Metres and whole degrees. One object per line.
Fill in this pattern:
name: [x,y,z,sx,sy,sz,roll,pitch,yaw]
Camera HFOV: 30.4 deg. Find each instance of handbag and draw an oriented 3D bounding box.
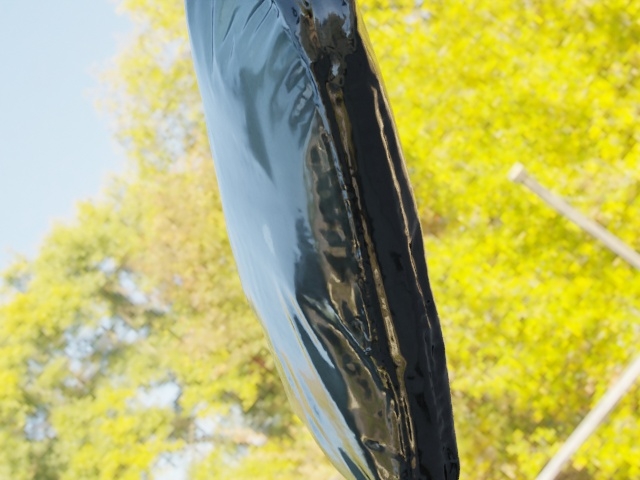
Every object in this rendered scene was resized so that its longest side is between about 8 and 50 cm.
handbag: [0.000,0.002,0.616,0.075,0.191,0.332,-21,-58,-16]
